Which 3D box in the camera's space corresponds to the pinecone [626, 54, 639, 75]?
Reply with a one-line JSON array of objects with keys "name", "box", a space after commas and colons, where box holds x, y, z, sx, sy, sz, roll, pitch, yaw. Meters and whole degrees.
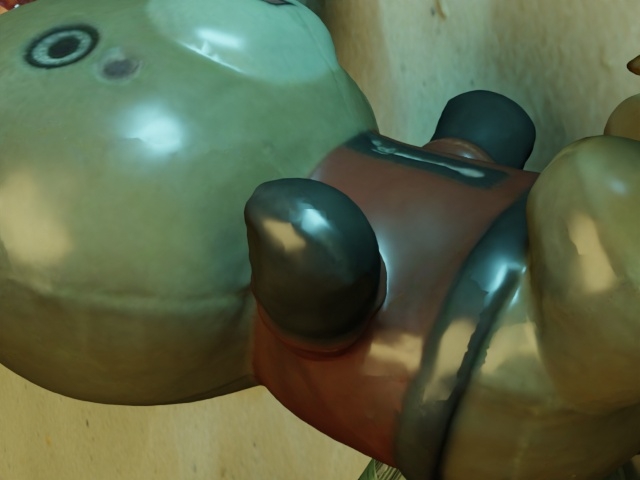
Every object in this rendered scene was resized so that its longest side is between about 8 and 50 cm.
[{"name": "pinecone", "box": [0.164, -0.115, 0.403, 0.186, 0.169, 0.212, 8, 87, 44]}]

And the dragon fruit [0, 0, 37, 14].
[{"name": "dragon fruit", "box": [-0.143, -0.130, 0.802, 0.252, 0.241, 0.240, -95, 11, -72]}]

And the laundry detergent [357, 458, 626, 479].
[{"name": "laundry detergent", "box": [0.043, 0.153, 0.691, 0.099, 0.070, 0.225, 40, 127, 15]}]

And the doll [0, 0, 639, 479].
[{"name": "doll", "box": [0.000, 0.000, 0.575, 0.330, 0.235, 0.174, 18, 118, 20]}]
